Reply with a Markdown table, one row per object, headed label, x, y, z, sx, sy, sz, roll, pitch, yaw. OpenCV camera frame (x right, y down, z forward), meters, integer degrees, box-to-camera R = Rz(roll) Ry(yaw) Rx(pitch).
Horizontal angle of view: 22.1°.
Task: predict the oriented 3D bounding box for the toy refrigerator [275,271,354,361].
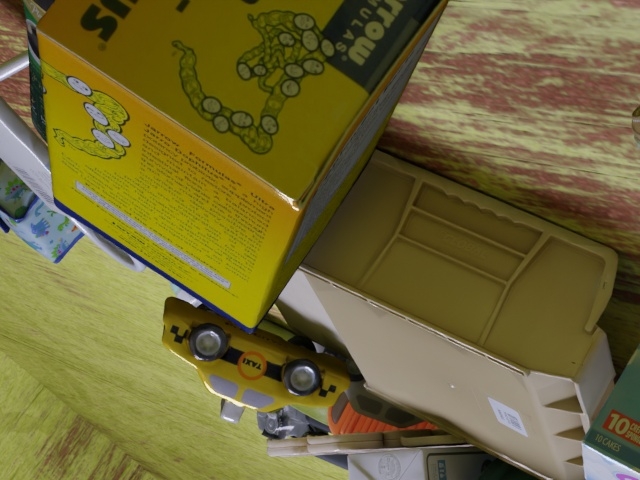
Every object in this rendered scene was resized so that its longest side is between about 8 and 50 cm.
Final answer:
| label | x | y | z | sx | sy | sz | roll | pitch | yaw |
| --- | --- | --- | --- | --- | --- | --- | --- | --- | --- |
| toy refrigerator | 0.000 | 0.000 | 1.462 | 0.094 | 0.102 | 0.269 | 25 | 160 | 28 |

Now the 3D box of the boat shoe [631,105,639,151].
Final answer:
| label | x | y | z | sx | sy | sz | roll | pitch | yaw |
| --- | --- | --- | --- | --- | --- | --- | --- | --- | --- |
| boat shoe | 0.231 | -0.090 | 0.876 | 0.072 | 0.068 | 0.190 | 53 | 148 | -17 |

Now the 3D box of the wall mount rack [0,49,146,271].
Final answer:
| label | x | y | z | sx | sy | sz | roll | pitch | yaw |
| --- | --- | --- | --- | --- | --- | --- | --- | --- | --- |
| wall mount rack | -0.220 | -0.116 | 1.512 | 0.304 | 0.130 | 0.350 | 17 | 153 | 53 |

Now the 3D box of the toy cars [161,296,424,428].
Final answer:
| label | x | y | z | sx | sy | sz | roll | pitch | yaw |
| --- | --- | --- | --- | --- | --- | --- | --- | --- | --- |
| toy cars | -0.003 | 0.140 | 1.619 | 0.393 | 0.087 | 0.176 | 13 | -167 | -47 |

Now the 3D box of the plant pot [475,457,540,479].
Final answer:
| label | x | y | z | sx | sy | sz | roll | pitch | yaw |
| --- | --- | --- | --- | --- | --- | --- | --- | --- | --- |
| plant pot | 0.327 | 0.357 | 1.441 | 0.334 | 0.341 | 0.341 | -3 | 143 | 37 |

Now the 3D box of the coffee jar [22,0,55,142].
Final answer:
| label | x | y | z | sx | sy | sz | roll | pitch | yaw |
| --- | --- | --- | --- | --- | --- | --- | --- | --- | --- |
| coffee jar | -0.192 | -0.157 | 1.322 | 0.096 | 0.079 | 0.184 | 44 | 147 | 34 |

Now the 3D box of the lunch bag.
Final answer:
| label | x | y | z | sx | sy | sz | roll | pitch | yaw |
| --- | --- | --- | --- | --- | --- | --- | --- | --- | --- |
| lunch bag | -0.366 | -0.061 | 2.001 | 0.151 | 0.096 | 0.129 | 42 | 171 | 27 |

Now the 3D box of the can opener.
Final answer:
| label | x | y | z | sx | sy | sz | roll | pitch | yaw |
| --- | --- | --- | --- | --- | --- | --- | --- | --- | --- |
| can opener | 0.021 | 0.256 | 2.214 | 0.283 | 0.076 | 0.095 | 17 | -172 | 43 |

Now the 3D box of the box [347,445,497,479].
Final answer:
| label | x | y | z | sx | sy | sz | roll | pitch | yaw |
| --- | --- | --- | --- | --- | --- | --- | --- | --- | --- |
| box | 0.152 | 0.279 | 1.578 | 0.087 | 0.169 | 0.290 | -12 | 167 | 37 |

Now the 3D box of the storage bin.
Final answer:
| label | x | y | z | sx | sy | sz | roll | pitch | yaw |
| --- | --- | --- | --- | --- | --- | --- | --- | --- | --- |
| storage bin | 0.139 | 0.076 | 1.379 | 0.260 | 0.123 | 0.262 | 24 | 160 | 27 |

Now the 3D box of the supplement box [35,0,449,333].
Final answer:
| label | x | y | z | sx | sy | sz | roll | pitch | yaw |
| --- | --- | --- | --- | --- | --- | --- | --- | --- | --- |
| supplement box | -0.061 | -0.099 | 1.147 | 0.195 | 0.194 | 0.356 | 33 | 163 | 2 |

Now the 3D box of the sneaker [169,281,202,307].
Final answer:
| label | x | y | z | sx | sy | sz | roll | pitch | yaw |
| --- | --- | --- | --- | --- | --- | --- | --- | --- | --- |
| sneaker | -0.102 | 0.001 | 1.726 | 0.151 | 0.094 | 0.256 | 66 | -169 | 13 |

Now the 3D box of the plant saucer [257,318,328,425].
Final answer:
| label | x | y | z | sx | sy | sz | roll | pitch | yaw |
| --- | --- | --- | --- | --- | --- | --- | --- | --- | --- |
| plant saucer | -0.037 | 0.161 | 2.080 | 0.241 | 0.037 | 0.241 | 31 | 163 | 10 |

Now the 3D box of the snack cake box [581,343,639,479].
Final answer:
| label | x | y | z | sx | sy | sz | roll | pitch | yaw |
| --- | --- | --- | --- | --- | --- | --- | --- | --- | --- |
| snack cake box | 0.340 | 0.159 | 1.182 | 0.264 | 0.152 | 0.089 | 26 | 161 | 22 |

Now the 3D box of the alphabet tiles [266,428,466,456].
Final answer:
| label | x | y | z | sx | sy | sz | roll | pitch | yaw |
| --- | --- | --- | --- | --- | --- | --- | --- | --- | --- |
| alphabet tiles | 0.097 | 0.197 | 1.635 | 0.284 | 0.021 | 0.278 | 2 | 170 | -34 |

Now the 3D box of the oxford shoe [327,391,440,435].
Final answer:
| label | x | y | z | sx | sy | sz | roll | pitch | yaw |
| --- | --- | --- | --- | --- | --- | --- | --- | --- | --- |
| oxford shoe | 0.167 | 0.259 | 1.828 | 0.363 | 0.130 | 0.133 | 26 | 170 | 30 |
